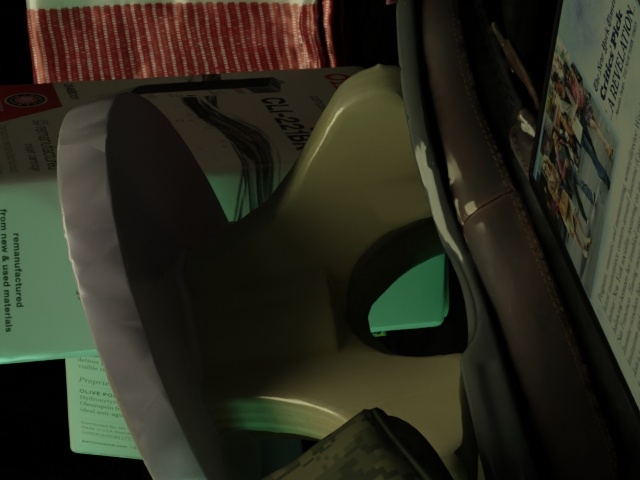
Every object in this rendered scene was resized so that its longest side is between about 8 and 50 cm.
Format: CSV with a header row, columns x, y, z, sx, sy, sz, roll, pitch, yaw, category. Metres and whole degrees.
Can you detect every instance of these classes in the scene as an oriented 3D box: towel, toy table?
x,y,z,sx,sy,sz,roll,pitch,yaw,category
-0.099,-0.208,1.256,0.037,0.237,0.329,-38,-54,-65,towel
-0.002,0.039,0.917,0.252,0.161,0.274,-89,-19,-44,toy table

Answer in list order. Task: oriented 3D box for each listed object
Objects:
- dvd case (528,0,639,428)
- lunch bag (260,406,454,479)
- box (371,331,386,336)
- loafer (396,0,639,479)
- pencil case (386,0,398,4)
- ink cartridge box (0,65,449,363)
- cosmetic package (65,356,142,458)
x,y,z,sx,sy,sz,roll,pitch,yaw,category
0.122,-0.003,0.580,0.180,0.022,0.253,94,164,-44,dvd case
0.008,0.264,0.729,0.305,0.256,0.212,59,179,-23,lunch bag
0.000,0.000,1.299,0.169,0.054,0.059,-113,20,-55,box
0.104,0.004,0.794,0.109,0.095,0.302,48,-152,-54,loafer
0.017,-0.224,1.016,0.209,0.095,0.098,-106,-1,-46,pencil case
-0.076,-0.023,1.127,0.197,0.273,0.114,-125,34,-65,ink cartridge box
-0.119,-0.013,1.514,0.197,0.155,0.365,-79,-7,-52,cosmetic package
